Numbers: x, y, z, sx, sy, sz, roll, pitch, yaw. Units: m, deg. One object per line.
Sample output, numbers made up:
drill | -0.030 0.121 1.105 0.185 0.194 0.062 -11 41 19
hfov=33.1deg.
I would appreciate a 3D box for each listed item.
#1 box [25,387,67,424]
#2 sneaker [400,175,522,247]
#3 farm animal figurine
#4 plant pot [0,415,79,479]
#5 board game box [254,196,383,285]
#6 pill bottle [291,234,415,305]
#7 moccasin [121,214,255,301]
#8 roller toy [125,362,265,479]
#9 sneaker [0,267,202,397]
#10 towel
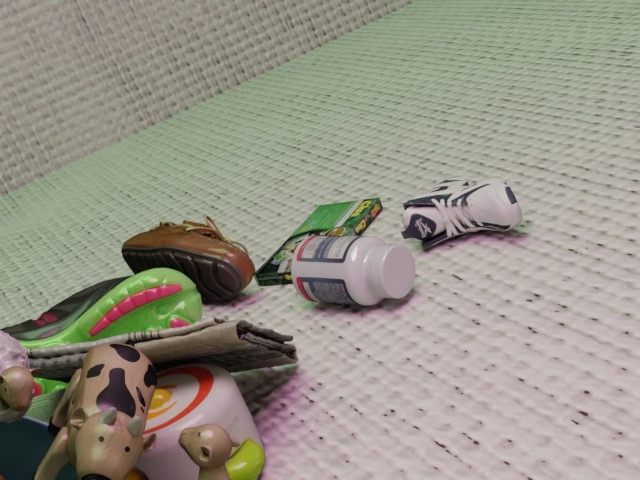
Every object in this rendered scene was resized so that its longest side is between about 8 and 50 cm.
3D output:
box | -0.368 0.311 1.391 0.148 0.127 0.232 -17 22 10
sneaker | 0.210 -0.036 1.726 0.153 0.094 0.235 -29 23 -16
farm animal figurine | -0.202 0.221 1.108 0.172 0.330 0.327 -57 34 24
plant pot | -0.360 0.355 1.143 0.195 0.290 0.290 -53 7 28
board game box | 0.000 0.000 1.920 0.136 0.030 0.260 -8 25 35
pill bottle | 0.052 0.046 1.656 0.180 0.108 0.108 2 31 43
moccasin | -0.223 0.024 1.943 0.147 0.139 0.380 -41 19 -23
roller toy | -0.180 0.249 1.338 0.209 0.146 0.191 -21 21 2
sneaker | -0.413 0.186 1.720 0.482 0.185 0.202 -20 4 -5
towel | -0.211 0.149 1.449 0.324 0.056 0.312 -9 -14 11
